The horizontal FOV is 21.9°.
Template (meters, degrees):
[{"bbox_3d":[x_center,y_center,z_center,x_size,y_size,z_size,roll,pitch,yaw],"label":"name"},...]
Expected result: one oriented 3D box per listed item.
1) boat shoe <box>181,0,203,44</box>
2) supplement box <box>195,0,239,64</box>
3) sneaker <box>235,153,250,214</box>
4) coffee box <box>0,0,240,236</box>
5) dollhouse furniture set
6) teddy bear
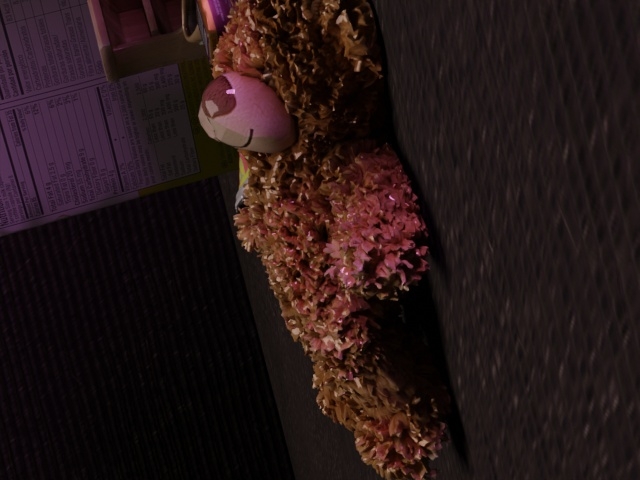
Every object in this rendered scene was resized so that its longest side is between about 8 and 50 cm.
[{"bbox_3d":[-0.071,-0.236,1.246,0.285,0.089,0.104,86,169,-59],"label":"boat shoe"},{"bbox_3d":[-0.049,-0.168,1.233,0.055,0.083,0.043,91,163,-71],"label":"supplement box"},{"bbox_3d":[-0.033,-0.087,1.392,0.208,0.081,0.094,105,158,-66],"label":"sneaker"},{"bbox_3d":[-0.270,-0.261,1.778,0.337,0.334,0.338,-121,17,-53],"label":"coffee box"},{"bbox_3d":[-0.138,-0.279,1.440,0.212,0.161,0.242,-110,8,-45],"label":"dollhouse furniture set"},{"bbox_3d":[0.000,0.000,1.061,0.245,0.113,0.338,-115,11,-51],"label":"teddy bear"}]
